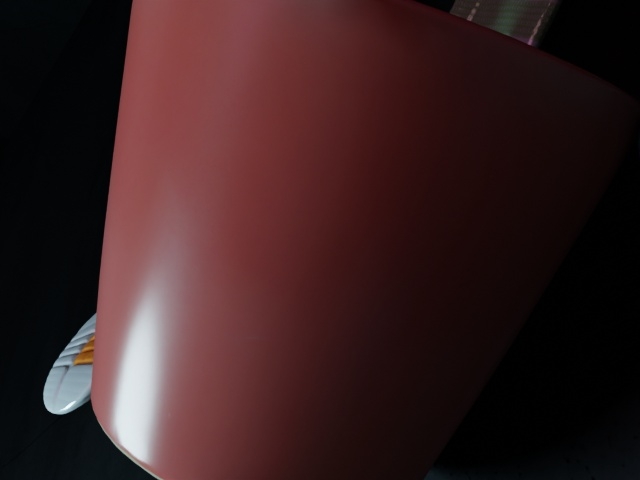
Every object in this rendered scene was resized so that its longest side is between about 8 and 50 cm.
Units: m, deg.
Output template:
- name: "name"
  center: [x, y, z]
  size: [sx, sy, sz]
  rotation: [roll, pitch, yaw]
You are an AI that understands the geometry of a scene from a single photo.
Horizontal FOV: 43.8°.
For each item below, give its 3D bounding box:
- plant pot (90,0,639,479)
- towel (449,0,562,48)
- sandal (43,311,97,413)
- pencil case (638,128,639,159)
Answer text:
- name: "plant pot"
  center: [0.000, 0.000, 0.445]
  size: [0.275, 0.274, 0.243]
  rotation: [37, 112, 61]
- name: "towel"
  center: [0.116, -0.144, 0.574]
  size: [0.152, 0.023, 0.113]
  rotation: [-64, 28, 4]
- name: "sandal"
  center: [-0.191, 0.090, 0.877]
  size: [0.102, 0.076, 0.265]
  rotation: [1, 48, 44]
- name: "pencil case"
  center: [0.203, -0.042, 0.308]
  size: [0.151, 0.070, 0.065]
  rotation: [18, 120, 59]
